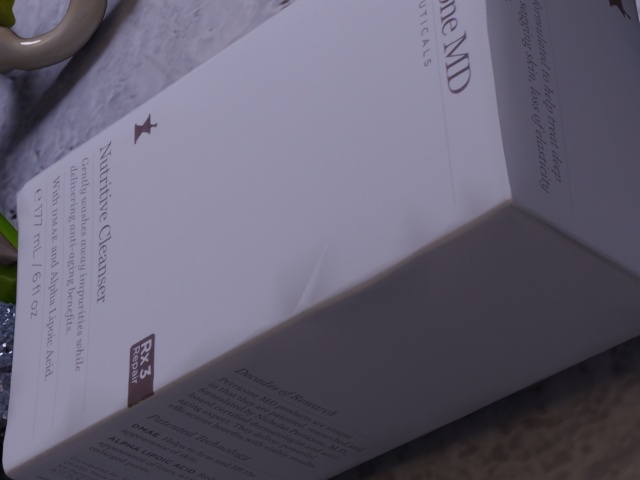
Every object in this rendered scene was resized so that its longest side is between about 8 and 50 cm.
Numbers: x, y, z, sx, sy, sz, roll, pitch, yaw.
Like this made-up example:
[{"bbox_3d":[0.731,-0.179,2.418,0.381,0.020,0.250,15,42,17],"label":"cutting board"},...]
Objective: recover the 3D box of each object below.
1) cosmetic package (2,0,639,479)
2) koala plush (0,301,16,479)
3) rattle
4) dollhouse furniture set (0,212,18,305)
[{"bbox_3d":[0.000,0.000,1.027,0.385,0.156,0.217,-33,47,34],"label":"cosmetic package"},{"bbox_3d":[-0.236,0.135,1.167,0.203,0.196,0.221,17,82,56],"label":"koala plush"},{"bbox_3d":[-0.193,-0.212,1.445,0.200,0.143,0.130,-32,79,4],"label":"rattle"},{"bbox_3d":[-0.372,0.063,1.294,0.301,0.151,0.197,-46,74,7],"label":"dollhouse furniture set"}]
